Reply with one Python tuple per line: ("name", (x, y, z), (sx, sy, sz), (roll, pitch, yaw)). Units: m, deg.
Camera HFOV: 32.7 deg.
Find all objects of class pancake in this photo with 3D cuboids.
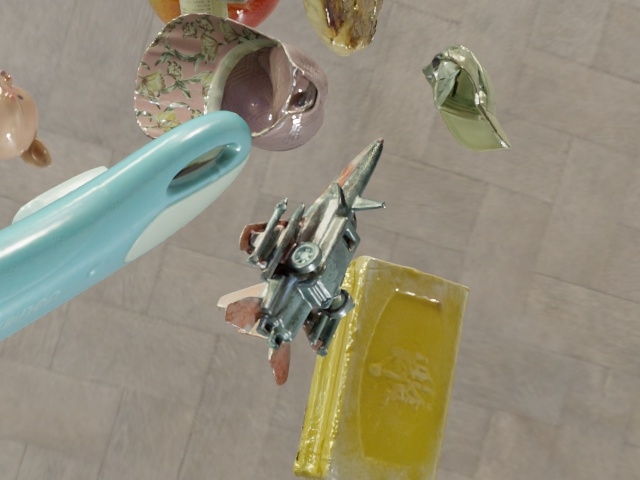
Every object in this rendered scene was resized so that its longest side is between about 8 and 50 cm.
("pancake", (0.041, -0.386, 1.253), (0.065, 0.356, 0.356), (7, 90, 16))

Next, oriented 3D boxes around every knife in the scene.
("knife", (-0.091, 0.004, 0.339), (0.031, 0.222, 0.064), (45, 127, 7))

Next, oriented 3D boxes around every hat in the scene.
("hat", (-0.036, -0.063, 0.467), (0.087, 0.042, 0.058), (3, 78, 23))
("hat", (0.194, -0.180, 1.381), (0.081, 0.122, 0.166), (-43, 106, -15))

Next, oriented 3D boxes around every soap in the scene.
("soap", (0.091, 0.193, 1.527), (0.199, 0.091, 0.315), (18, 77, -26))

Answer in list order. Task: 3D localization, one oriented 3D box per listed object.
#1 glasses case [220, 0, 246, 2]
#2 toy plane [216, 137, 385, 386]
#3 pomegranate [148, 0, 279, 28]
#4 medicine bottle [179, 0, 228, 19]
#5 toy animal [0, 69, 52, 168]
("glasses case", (-0.069, -0.381, 0.992), (0.083, 0.128, 0.308), (9, 81, -16))
("toy plane", (0.005, 0.002, 1.274), (0.326, 0.104, 0.223), (-53, 136, -21))
("pomegranate", (-0.174, -0.408, 1.613), (0.257, 0.221, 0.220), (12, 89, -27))
("medicine bottle", (-0.141, -0.254, 1.355), (0.059, 0.059, 0.230), (-10, 117, -10))
("toy animal", (-0.523, -0.170, 1.570), (0.248, 0.165, 0.149), (-7, 134, -43))
